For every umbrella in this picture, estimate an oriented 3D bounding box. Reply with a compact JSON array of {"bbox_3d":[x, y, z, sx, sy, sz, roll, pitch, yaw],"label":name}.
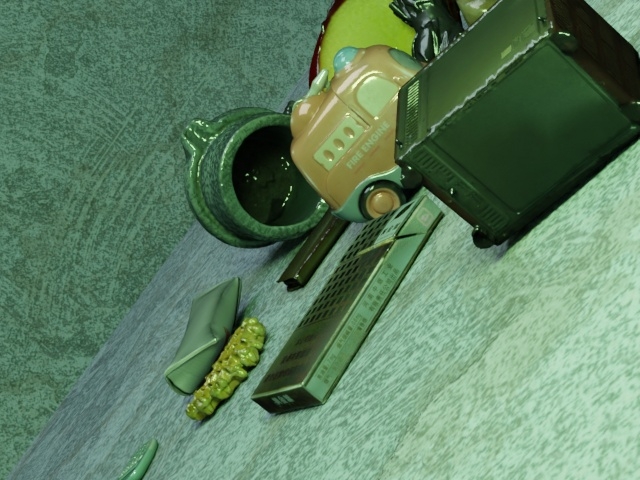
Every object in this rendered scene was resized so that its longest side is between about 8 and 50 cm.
[{"bbox_3d":[0.174,-0.386,2.077,0.118,0.340,0.118,-17,-19,-6],"label":"umbrella"}]

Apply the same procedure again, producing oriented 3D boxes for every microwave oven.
[{"bbox_3d":[0.224,-0.141,1.384,0.247,0.188,0.178,-39,21,29],"label":"microwave oven"}]

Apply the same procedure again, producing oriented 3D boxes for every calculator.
[{"bbox_3d":[-0.324,0.399,2.174,0.095,0.021,0.153,-44,13,31],"label":"calculator"}]

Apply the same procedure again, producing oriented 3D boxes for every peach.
[{"bbox_3d":[0.110,-0.282,2.202,0.201,0.257,0.362,92,-167,-71],"label":"peach"}]

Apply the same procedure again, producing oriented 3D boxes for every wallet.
[{"bbox_3d":[0.000,0.000,2.170,0.198,0.031,0.110,-55,12,-19],"label":"wallet"}]

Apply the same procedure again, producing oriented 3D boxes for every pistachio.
[{"bbox_3d":[0.284,-0.380,2.070,0.185,0.126,0.108,-66,-12,-72],"label":"pistachio"}]

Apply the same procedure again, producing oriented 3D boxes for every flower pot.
[{"bbox_3d":[-0.132,-0.136,2.442,0.299,0.299,0.283,-53,15,-11],"label":"flower pot"}]

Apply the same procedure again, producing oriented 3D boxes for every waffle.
[{"bbox_3d":[-0.155,0.211,2.063,0.192,0.046,0.160,-50,13,4],"label":"waffle"}]

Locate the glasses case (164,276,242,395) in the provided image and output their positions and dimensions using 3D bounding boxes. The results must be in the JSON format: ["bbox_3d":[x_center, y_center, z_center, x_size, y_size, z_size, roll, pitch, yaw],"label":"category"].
[{"bbox_3d":[-0.196,0.169,2.267,0.128,0.083,0.308,-40,14,19],"label":"glasses case"}]

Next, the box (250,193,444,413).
[{"bbox_3d":[0.036,0.088,1.714,0.325,0.047,0.180,-57,13,-24],"label":"box"}]

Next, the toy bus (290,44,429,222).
[{"bbox_3d":[0.080,-0.177,1.940,0.288,0.232,0.194,-50,8,13],"label":"toy bus"}]
